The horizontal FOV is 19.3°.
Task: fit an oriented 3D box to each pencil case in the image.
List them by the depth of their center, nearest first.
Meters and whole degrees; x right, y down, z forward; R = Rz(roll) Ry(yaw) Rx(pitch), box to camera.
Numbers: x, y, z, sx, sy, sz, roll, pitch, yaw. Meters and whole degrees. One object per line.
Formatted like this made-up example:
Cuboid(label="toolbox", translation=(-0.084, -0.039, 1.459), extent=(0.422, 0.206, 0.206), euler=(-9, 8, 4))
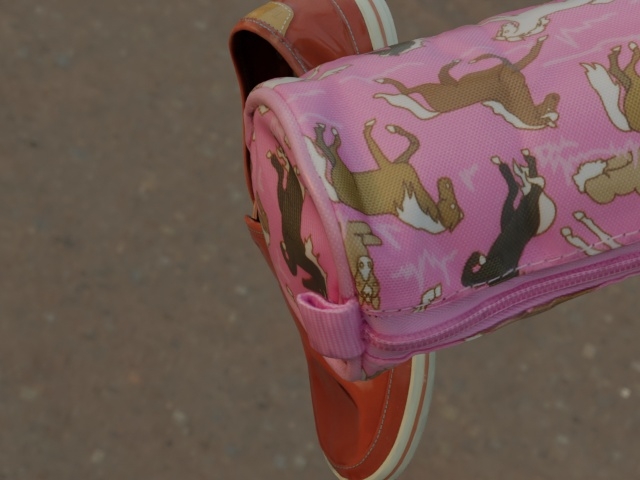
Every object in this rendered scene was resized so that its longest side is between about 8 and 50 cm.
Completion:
Cuboid(label="pencil case", translation=(0.150, -0.051, 0.972), extent=(0.386, 0.160, 0.167), euler=(-16, 12, -13))

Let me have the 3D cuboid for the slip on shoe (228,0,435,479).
Cuboid(label="slip on shoe", translation=(0.000, 0.000, 1.208), extent=(0.101, 0.331, 0.123), euler=(-13, 12, -33))
